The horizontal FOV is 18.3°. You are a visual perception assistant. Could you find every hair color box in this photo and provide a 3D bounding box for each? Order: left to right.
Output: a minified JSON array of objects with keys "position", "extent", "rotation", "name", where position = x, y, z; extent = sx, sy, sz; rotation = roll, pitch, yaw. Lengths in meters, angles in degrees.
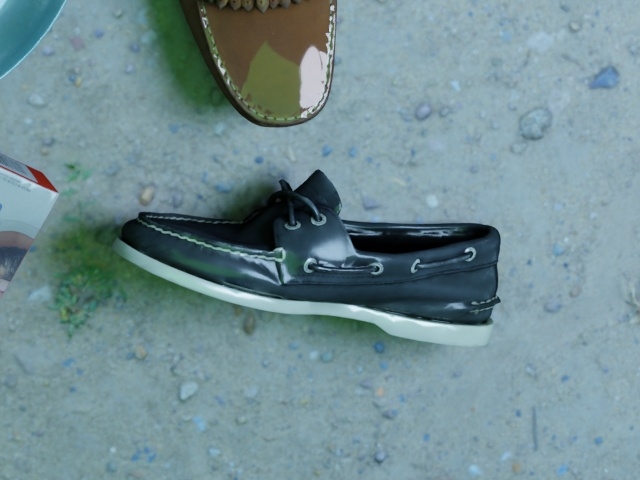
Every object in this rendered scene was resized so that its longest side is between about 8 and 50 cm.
[{"position":[-0.288,0.009,1.562],"extent":[0.093,0.053,0.167],"rotation":[25,100,-32],"name":"hair color box"}]

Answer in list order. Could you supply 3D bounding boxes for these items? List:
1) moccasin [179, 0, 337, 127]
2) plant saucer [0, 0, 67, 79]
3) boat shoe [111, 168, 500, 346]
[{"position":[-0.037,-0.268,1.498],"extent":[0.139,0.147,0.380],"rotation":[-3,108,-15],"name":"moccasin"},{"position":[-0.316,-0.246,1.445],"extent":[0.317,0.043,0.318],"rotation":[-12,113,-31],"name":"plant saucer"},{"position":[0.002,0.001,1.607],"extent":[0.340,0.127,0.113],"rotation":[13,102,-20],"name":"boat shoe"}]
